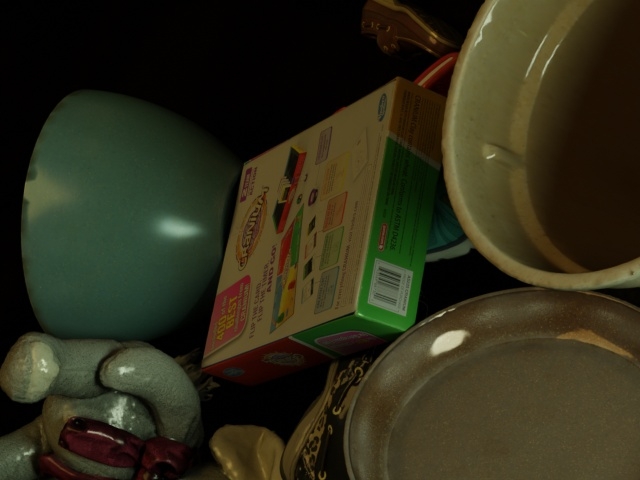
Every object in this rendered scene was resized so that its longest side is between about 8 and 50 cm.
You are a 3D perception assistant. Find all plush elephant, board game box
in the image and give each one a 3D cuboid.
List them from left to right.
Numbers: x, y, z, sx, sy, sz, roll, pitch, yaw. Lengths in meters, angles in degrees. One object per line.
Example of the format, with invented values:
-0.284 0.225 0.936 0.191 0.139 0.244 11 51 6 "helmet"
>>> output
-0.182 0.247 1.892 0.255 0.330 0.272 54 128 24 "plush elephant"
0.000 0.000 1.812 0.316 0.064 0.242 -23 51 58 "board game box"

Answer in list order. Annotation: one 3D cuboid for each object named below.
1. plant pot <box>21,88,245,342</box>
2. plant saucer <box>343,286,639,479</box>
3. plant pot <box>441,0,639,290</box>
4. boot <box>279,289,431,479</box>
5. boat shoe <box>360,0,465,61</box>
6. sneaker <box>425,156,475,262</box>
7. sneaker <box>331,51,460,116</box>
-0.175 -0.018 2.020 0.195 0.290 0.290 3 71 19 "plant pot"
0.175 0.165 1.559 0.311 0.050 0.310 -8 43 8 "plant saucer"
0.317 -0.075 1.422 0.334 0.305 0.333 -25 54 39 "plant pot"
0.075 0.174 1.756 0.178 0.085 0.236 36 99 47 "boot"
0.095 -0.218 1.952 0.060 0.064 0.178 -64 32 10 "boat shoe"
0.144 -0.066 1.774 0.275 0.110 0.107 -29 51 38 "sneaker"
0.069 -0.132 1.916 0.221 0.087 0.128 -49 43 18 "sneaker"
